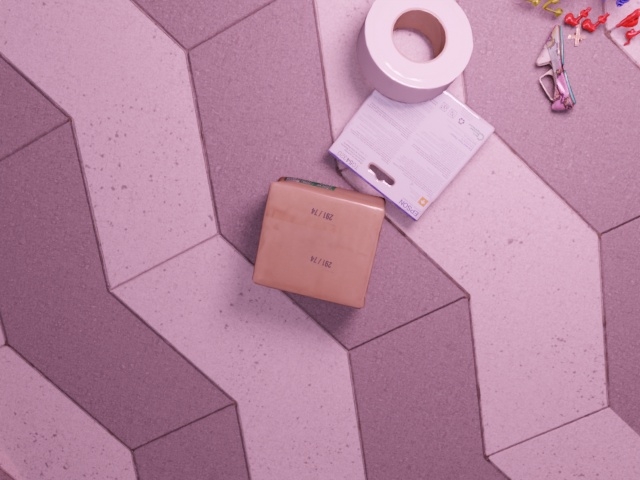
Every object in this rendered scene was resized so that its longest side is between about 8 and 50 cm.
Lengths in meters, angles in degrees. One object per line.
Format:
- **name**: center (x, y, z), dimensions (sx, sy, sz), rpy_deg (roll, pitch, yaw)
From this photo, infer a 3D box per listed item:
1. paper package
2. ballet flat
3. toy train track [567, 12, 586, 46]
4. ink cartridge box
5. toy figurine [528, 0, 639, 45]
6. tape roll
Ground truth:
- **paper package**: center (0.000, 0.000, 1.645), dimensions (0.325, 0.168, 0.309), rpy_deg (13, 101, 3)
- **ballet flat**: center (0.619, -0.452, 1.553), dimensions (0.079, 0.077, 0.221), rpy_deg (-10, 102, 27)
- **toy train track**: center (0.683, -0.558, 1.549), dimensions (0.048, 0.014, 0.083), rpy_deg (3, 101, 4)
- **ink cartridge box**: center (0.245, -0.279, 1.616), dimensions (0.324, 0.071, 0.330), rpy_deg (39, 104, -2)
- **toy figurine**: center (0.706, -0.683, 1.477), dimensions (0.363, 0.191, 0.217), rpy_deg (18, 71, -8)
- **tape roll**: center (0.238, -0.504, 1.500), dimensions (0.286, 0.100, 0.286), rpy_deg (1, 81, -8)
